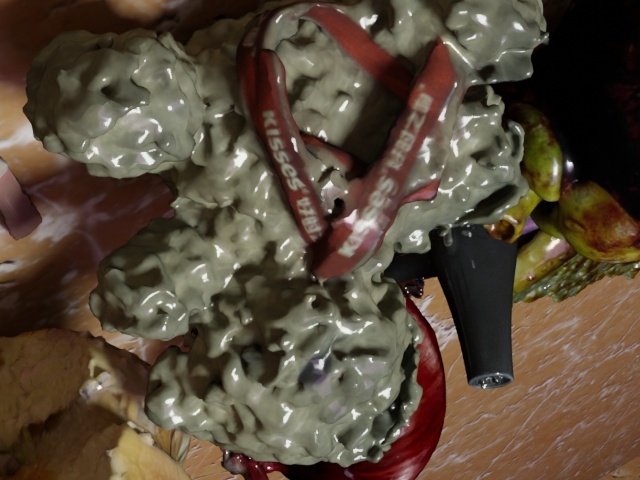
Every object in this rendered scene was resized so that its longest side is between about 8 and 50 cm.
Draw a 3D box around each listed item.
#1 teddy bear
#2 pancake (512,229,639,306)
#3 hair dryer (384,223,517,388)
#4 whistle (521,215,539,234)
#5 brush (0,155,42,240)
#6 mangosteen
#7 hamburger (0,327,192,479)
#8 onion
[{"bbox_3d":[0.000,0.000,0.822,0.358,0.367,0.224,-16,-171,-15],"label":"teddy bear"},{"bbox_3d":[0.399,-0.003,1.522,0.427,0.067,0.304,-15,147,-36],"label":"pancake"},{"bbox_3d":[0.094,0.069,1.218,0.272,0.235,0.091,-25,148,38],"label":"hair dryer"},{"bbox_3d":[0.251,-0.028,1.359,0.177,0.033,0.033,-20,148,-26],"label":"whistle"},{"bbox_3d":[-0.238,-0.066,0.758,0.084,0.071,0.301,-33,157,-10],"label":"brush"},{"bbox_3d":[0.308,-0.125,1.049,0.297,0.314,0.296,-26,120,-56],"label":"mangosteen"},{"bbox_3d":[-0.237,0.274,0.986,0.445,0.268,0.287,-40,131,21],"label":"hamburger"},{"bbox_3d":[-0.018,0.144,1.075,0.285,0.273,0.273,-40,156,-25],"label":"onion"}]
